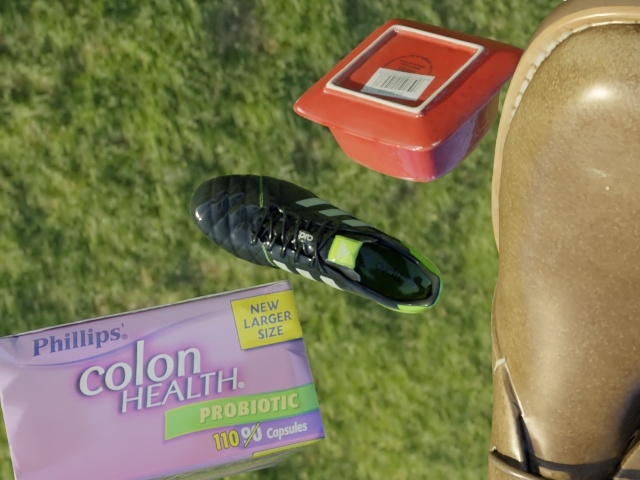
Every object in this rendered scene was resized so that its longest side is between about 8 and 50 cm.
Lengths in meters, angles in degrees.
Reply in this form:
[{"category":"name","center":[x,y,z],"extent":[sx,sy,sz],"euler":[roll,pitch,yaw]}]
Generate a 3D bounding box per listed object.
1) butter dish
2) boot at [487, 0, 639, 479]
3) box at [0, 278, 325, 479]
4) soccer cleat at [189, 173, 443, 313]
[{"category":"butter dish","center":[0.085,-0.106,1.207],"extent":[0.160,0.160,0.118],"euler":[-44,137,-31]},{"category":"boot","center":[0.098,0.065,0.449],"extent":[0.112,0.115,0.305],"euler":[13,135,22]},{"category":"box","center":[-0.129,0.129,1.044],"extent":[0.213,0.117,0.243],"euler":[-10,168,-13]},{"category":"soccer cleat","center":[0.000,0.000,0.904],"extent":[0.179,0.060,0.072],"euler":[21,177,-5]}]
